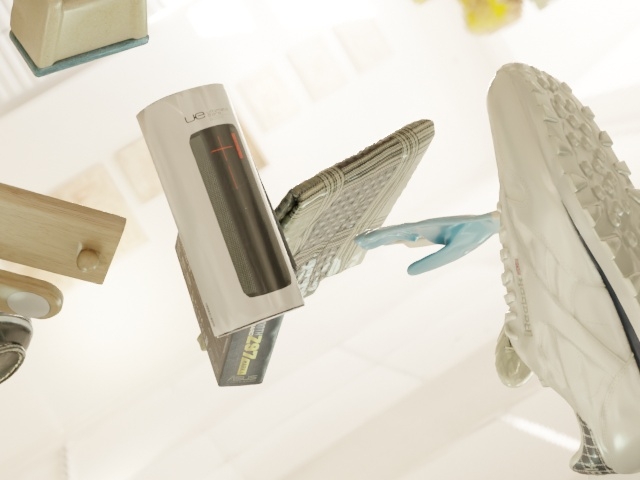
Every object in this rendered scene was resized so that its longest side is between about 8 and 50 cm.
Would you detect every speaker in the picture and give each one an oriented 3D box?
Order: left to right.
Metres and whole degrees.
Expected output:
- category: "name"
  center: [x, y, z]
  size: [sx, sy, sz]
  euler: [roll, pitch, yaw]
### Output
- category: "speaker"
  center: [-0.057, -0.018, 0.683]
  size: [0.055, 0.136, 0.055]
  euler: [-20, 176, -1]

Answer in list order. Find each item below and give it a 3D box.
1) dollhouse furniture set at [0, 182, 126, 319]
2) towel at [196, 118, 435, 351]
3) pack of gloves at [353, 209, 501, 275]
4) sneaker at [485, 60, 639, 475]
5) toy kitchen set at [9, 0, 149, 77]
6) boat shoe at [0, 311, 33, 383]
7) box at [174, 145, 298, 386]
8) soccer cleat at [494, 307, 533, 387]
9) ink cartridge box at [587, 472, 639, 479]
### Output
- category: "dollhouse furniture set"
  center: [-0.188, 0.070, 0.633]
  size: [0.144, 0.123, 0.151]
  euler: [121, -21, -48]
- category: "towel"
  center: [0.000, 0.000, 1.612]
  size: [0.312, 0.056, 0.324]
  euler: [-31, 161, -48]
- category: "pack of gloves"
  center: [0.157, 0.004, 1.084]
  size: [0.232, 0.046, 0.195]
  euler: [-8, 173, 23]
- category: "sneaker"
  center: [0.135, 0.015, 0.668]
  size: [0.095, 0.235, 0.090]
  euler: [-28, 169, 37]
- category: "toy kitchen set"
  center: [-0.233, -0.177, 0.793]
  size: [0.166, 0.207, 0.122]
  euler: [-24, 155, -27]
- category: "boat shoe"
  center: [-0.307, 0.125, 0.876]
  size: [0.121, 0.119, 0.335]
  euler: [-53, 168, 24]
- category: "box"
  center: [-0.101, 0.019, 1.364]
  size: [0.059, 0.233, 0.183]
  euler: [-3, 134, -22]
- category: "soccer cleat"
  center: [0.288, 0.110, 1.705]
  size: [0.068, 0.076, 0.196]
  euler: [13, -111, 23]
- category: "ink cartridge box"
  center: [0.471, 0.147, 1.491]
  size: [0.395, 0.166, 0.285]
  euler: [-62, 156, -22]
